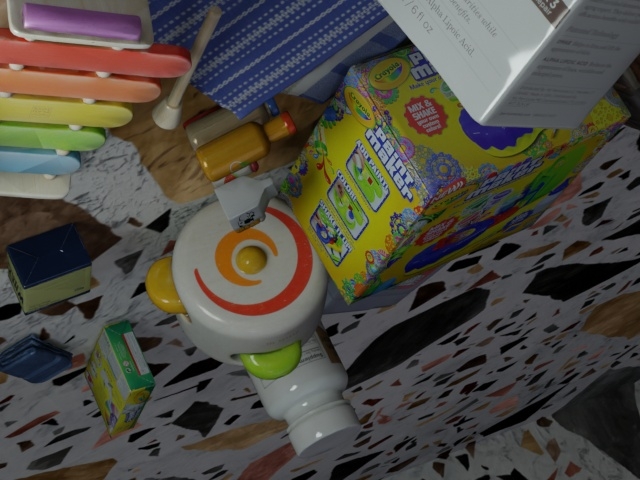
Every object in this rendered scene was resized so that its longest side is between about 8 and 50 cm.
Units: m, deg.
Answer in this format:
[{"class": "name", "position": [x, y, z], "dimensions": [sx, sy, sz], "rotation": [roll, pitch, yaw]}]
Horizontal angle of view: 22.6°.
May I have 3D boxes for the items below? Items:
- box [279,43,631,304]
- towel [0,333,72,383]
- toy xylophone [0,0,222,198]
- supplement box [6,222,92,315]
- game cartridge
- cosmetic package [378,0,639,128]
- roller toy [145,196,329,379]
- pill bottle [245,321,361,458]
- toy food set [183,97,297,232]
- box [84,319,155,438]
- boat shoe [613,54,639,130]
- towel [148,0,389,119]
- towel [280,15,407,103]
[{"class": "box", "position": [0.147, -0.102, 1.848], "dimensions": [0.290, 0.177, 0.279], "rotation": [-22, 162, -27]}, {"class": "towel", "position": [-0.376, 0.158, 2.099], "dimensions": [0.067, 0.029, 0.119], "rotation": [-30, 161, 7]}, {"class": "toy xylophone", "position": [-0.212, -0.135, 1.385], "dimensions": [0.236, 0.081, 0.323], "rotation": [0, 157, -14]}, {"class": "supplement box", "position": [-0.310, 0.033, 1.827], "dimensions": [0.083, 0.056, 0.083], "rotation": [-20, 159, -18]}, {"class": "game cartridge", "position": [0.119, 0.018, 2.343], "dimensions": [0.196, 0.060, 0.294], "rotation": [1, 147, -46]}, {"class": "cosmetic package", "position": [0.231, -0.301, 1.356], "dimensions": [0.156, 0.217, 0.385], "rotation": [-4, 138, -45]}, {"class": "roller toy", "position": [-0.088, 0.045, 1.945], "dimensions": [0.191, 0.209, 0.146], "rotation": [-58, 171, -22]}, {"class": "pill bottle", "position": [-0.034, 0.191, 2.314], "dimensions": [0.131, 0.229, 0.131], "rotation": [-24, 161, -9]}, {"class": "toy food set", "position": [-0.076, -0.093, 1.725], "dimensions": [0.104, 0.111, 0.232], "rotation": [-26, 160, -2]}, {"class": "box", "position": [-0.280, 0.196, 2.203], "dimensions": [0.043, 0.105, 0.179], "rotation": [-15, 158, -28]}, {"class": "boat shoe", "position": [0.372, -0.237, 1.964], "dimensions": [0.116, 0.123, 0.324], "rotation": [-61, 148, -3]}, {"class": "towel", "position": [-0.063, -0.242, 1.425], "dimensions": [0.243, 0.040, 0.336], "rotation": [-34, 152, 12]}, {"class": "towel", "position": [-0.002, -0.223, 1.612], "dimensions": [0.209, 0.034, 0.285], "rotation": [-36, 160, 22]}]
